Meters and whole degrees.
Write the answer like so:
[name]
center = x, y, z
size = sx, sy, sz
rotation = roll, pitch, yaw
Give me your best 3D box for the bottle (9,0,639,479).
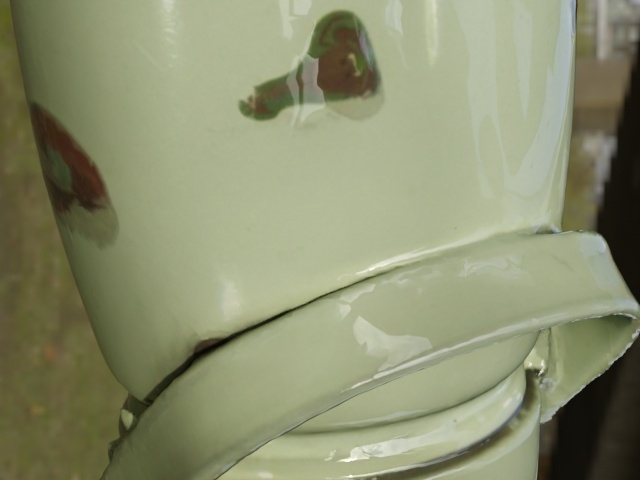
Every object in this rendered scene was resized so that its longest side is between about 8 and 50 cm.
[bottle]
center = 0.000, 0.000, 0.742
size = 0.229, 0.229, 0.352
rotation = -79, 166, -71
